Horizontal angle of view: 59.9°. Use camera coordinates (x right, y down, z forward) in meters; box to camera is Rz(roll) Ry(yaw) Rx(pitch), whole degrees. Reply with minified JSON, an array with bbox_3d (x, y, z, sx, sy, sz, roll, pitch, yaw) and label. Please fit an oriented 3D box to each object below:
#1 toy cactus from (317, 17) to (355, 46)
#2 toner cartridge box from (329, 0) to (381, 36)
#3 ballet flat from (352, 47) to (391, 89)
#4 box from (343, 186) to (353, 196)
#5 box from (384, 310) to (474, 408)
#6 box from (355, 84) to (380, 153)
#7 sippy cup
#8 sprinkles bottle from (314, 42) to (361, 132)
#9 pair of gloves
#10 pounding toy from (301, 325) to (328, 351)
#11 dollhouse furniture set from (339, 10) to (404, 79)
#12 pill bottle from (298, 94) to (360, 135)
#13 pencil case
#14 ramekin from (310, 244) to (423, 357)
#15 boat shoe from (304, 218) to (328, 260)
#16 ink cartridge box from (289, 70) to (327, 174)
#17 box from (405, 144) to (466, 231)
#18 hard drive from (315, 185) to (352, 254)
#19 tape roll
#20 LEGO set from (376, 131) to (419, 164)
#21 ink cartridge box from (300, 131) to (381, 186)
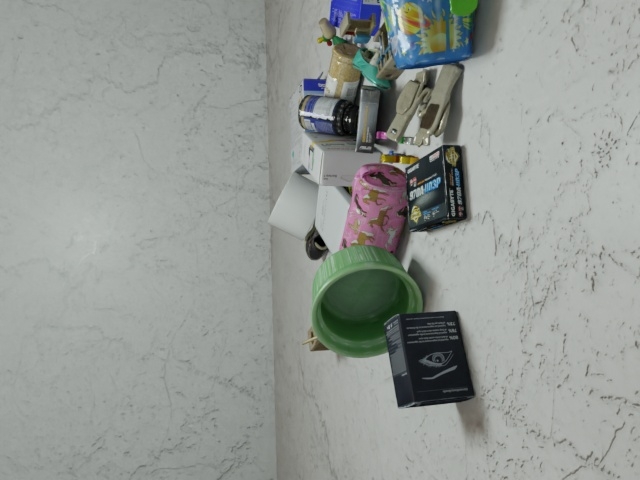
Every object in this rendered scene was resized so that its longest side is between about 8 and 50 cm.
[{"bbox_3d":[0.043,-0.716,1.995,0.180,0.112,0.219,43,-165,-47],"label":"toy cactus"},{"bbox_3d":[0.114,-0.795,1.876,0.348,0.075,0.165,-119,33,-59],"label":"toner cartridge box"},{"bbox_3d":[0.163,-0.544,1.715,0.087,0.083,0.247,-67,27,26],"label":"ballet flat"},{"bbox_3d":[0.088,-0.104,2.041,0.270,0.060,0.216,120,146,-62],"label":"box"},{"bbox_3d":[0.249,0.278,1.300,0.108,0.153,0.207,122,145,-64],"label":"box"},{"bbox_3d":[0.143,-0.375,1.700,0.231,0.056,0.183,-77,-8,-70],"label":"box"},{"bbox_3d":[0.236,-0.497,1.212,0.305,0.240,0.224,-33,-63,-63],"label":"sippy cup"},{"bbox_3d":[0.067,-0.514,1.982,0.355,0.121,0.121,105,158,-44],"label":"sprinkles bottle"},{"bbox_3d":[0.258,-0.333,1.382,0.240,0.042,0.204,36,108,66],"label":"pair of gloves"},{"bbox_3d":[0.010,0.351,2.127,0.206,0.181,0.094,117,149,-60],"label":"pounding toy"},{"bbox_3d":[0.147,-0.544,1.565,0.129,0.183,0.129,146,122,-72],"label":"dollhouse furniture set"},{"bbox_3d":[0.042,-0.423,1.890,0.219,0.122,0.123,16,113,27],"label":"pill bottle"},{"bbox_3d":[0.147,-0.038,1.611,0.160,0.167,0.386,42,135,32],"label":"pencil case"},{"bbox_3d":[0.117,0.159,1.528,0.148,0.303,0.304,-104,18,-60],"label":"ramekin"},{"bbox_3d":[0.000,0.000,2.302,0.285,0.102,0.092,115,156,-46],"label":"boat shoe"},{"bbox_3d":[-0.032,-0.489,2.287,0.270,0.151,0.396,164,103,-74],"label":"ink cartridge box"},{"bbox_3d":[0.277,-0.120,1.363,0.220,0.051,0.175,156,112,-74],"label":"box"},{"bbox_3d":[0.053,-0.080,1.974,0.353,0.047,0.233,-120,33,-61],"label":"hard drive"},{"bbox_3d":[-0.093,-0.142,2.325,0.246,0.169,0.246,-62,3,6],"label":"tape roll"},{"bbox_3d":[0.206,-0.251,1.536,0.227,0.093,0.087,-138,48,-69],"label":"LEGO set"},{"bbox_3d":[0.061,-0.277,1.861,0.278,0.201,0.117,-122,34,-62],"label":"ink cartridge box"}]
